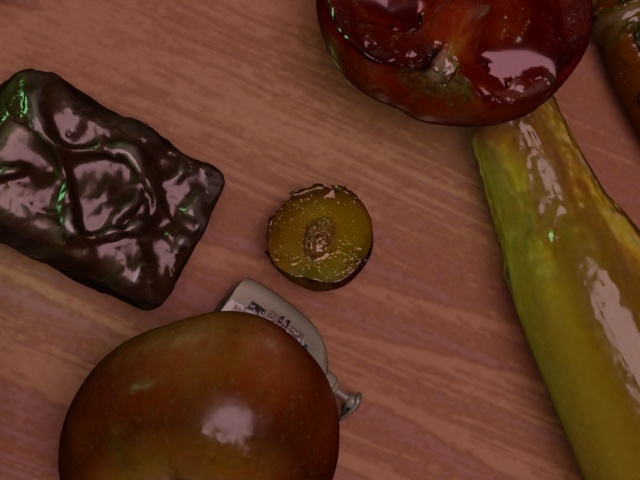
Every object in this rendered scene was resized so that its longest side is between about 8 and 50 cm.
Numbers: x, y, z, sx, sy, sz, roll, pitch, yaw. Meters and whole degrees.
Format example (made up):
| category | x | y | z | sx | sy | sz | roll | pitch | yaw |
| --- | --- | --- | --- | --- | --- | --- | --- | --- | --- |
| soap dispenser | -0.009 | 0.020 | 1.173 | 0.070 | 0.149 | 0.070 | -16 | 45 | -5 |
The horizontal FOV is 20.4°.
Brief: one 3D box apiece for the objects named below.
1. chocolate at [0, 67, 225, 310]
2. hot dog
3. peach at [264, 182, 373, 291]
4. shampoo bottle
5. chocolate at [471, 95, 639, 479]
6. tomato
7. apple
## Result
| category | x | y | z | sx | sy | sz | roll | pitch | yaw |
| --- | --- | --- | --- | --- | --- | --- | --- | --- | --- |
| chocolate | -0.198 | -0.046 | 1.486 | 0.214 | 0.093 | 0.148 | 27 | 80 | -10 |
| hot dog | 0.314 | -0.168 | 1.624 | 0.109 | 0.072 | 0.269 | -28 | 95 | -15 |
| peach | -0.001 | 0.001 | 1.547 | 0.098 | 0.061 | 0.098 | 0 | 67 | -1 |
| shampoo bottle | -0.026 | 0.100 | 1.543 | 0.152 | 0.045 | 0.077 | 34 | 81 | -8 |
| chocolate | 0.262 | 0.083 | 1.569 | 0.162 | 0.162 | 0.445 | -23 | 88 | -13 |
| tomato | 0.107 | -0.188 | 1.534 | 0.233 | 0.139 | 0.200 | 22 | 65 | -2 |
| apple | -0.098 | 0.157 | 1.448 | 0.235 | 0.173 | 0.210 | -7 | 131 | 10 |
